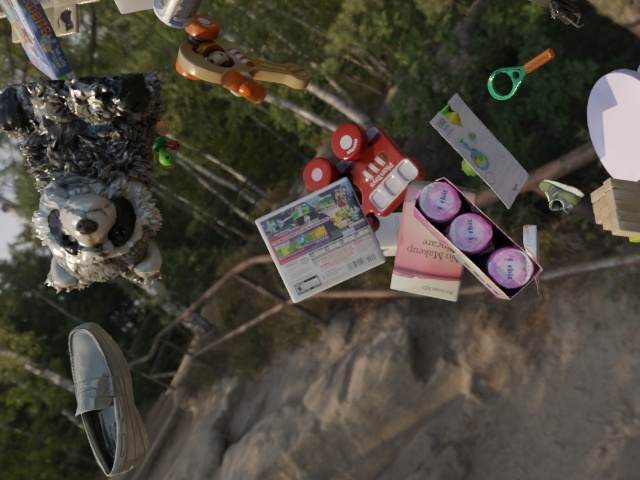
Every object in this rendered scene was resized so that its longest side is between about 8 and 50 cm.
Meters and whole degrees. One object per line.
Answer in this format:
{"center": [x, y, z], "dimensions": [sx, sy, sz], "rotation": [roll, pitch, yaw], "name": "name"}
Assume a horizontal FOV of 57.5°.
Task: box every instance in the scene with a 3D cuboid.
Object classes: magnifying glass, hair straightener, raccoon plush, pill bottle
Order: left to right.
{"center": [-0.310, -0.111, 0.937], "dimensions": [0.446, 0.216, 0.299], "rotation": [-66, -29, -70], "name": "raccoon plush"}
{"center": [-0.247, -0.460, 1.059], "dimensions": [0.137, 0.078, 0.078], "rotation": [-39, 21, 49], "name": "pill bottle"}
{"center": [0.584, -0.490, 1.709], "dimensions": [0.026, 0.092, 0.231], "rotation": [-28, 0, -31], "name": "magnifying glass"}
{"center": [0.617, -0.614, 1.550], "dimensions": [0.047, 0.231, 0.089], "rotation": [-28, 48, 54], "name": "hair straightener"}

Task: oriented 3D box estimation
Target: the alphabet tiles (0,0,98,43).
{"center": [-0.568, -0.585, 1.195], "dimensions": [0.011, 0.285, 0.342], "rotation": [-4, -87, -70], "name": "alphabet tiles"}

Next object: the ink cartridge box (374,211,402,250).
{"center": [0.145, -0.012, 1.900], "dimensions": [0.198, 0.273, 0.114], "rotation": [97, 169, -80], "name": "ink cartridge box"}

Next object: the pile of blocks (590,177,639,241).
{"center": [0.670, -0.071, 1.124], "dimensions": [0.362, 0.148, 0.112], "rotation": [-18, -16, -16], "name": "pile of blocks"}

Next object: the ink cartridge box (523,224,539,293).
{"center": [0.668, 0.062, 1.850], "dimensions": [0.145, 0.045, 0.179], "rotation": [51, -135, -53], "name": "ink cartridge box"}

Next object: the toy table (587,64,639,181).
{"center": [0.709, -0.251, 1.254], "dimensions": [0.161, 0.274, 0.252], "rotation": [-29, 21, -28], "name": "toy table"}

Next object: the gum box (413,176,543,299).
{"center": [0.211, -0.005, 0.822], "dimensions": [0.062, 0.188, 0.107], "rotation": [-45, -10, 4], "name": "gum box"}

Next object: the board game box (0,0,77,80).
{"center": [-0.501, -0.378, 0.999], "dimensions": [0.035, 0.136, 0.201], "rotation": [-37, -38, -23], "name": "board game box"}

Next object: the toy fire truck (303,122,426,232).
{"center": [0.115, -0.161, 1.620], "dimensions": [0.302, 0.254, 0.169], "rotation": [-48, -27, 22], "name": "toy fire truck"}

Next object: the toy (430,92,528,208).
{"center": [0.321, -0.180, 1.214], "dimensions": [0.056, 0.237, 0.137], "rotation": [-32, 12, 51], "name": "toy"}

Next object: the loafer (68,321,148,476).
{"center": [-0.452, 0.326, 1.210], "dimensions": [0.112, 0.319, 0.111], "rotation": [-25, -5, 16], "name": "loafer"}

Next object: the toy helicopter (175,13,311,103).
{"center": [-0.177, -0.428, 1.466], "dimensions": [0.235, 0.355, 0.140], "rotation": [62, 139, 40], "name": "toy helicopter"}

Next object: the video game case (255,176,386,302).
{"center": [0.000, 0.000, 1.148], "dimensions": [0.201, 0.183, 0.023], "rotation": [-25, 2, 6], "name": "video game case"}

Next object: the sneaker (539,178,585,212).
{"center": [0.763, -0.141, 1.896], "dimensions": [0.086, 0.064, 0.192], "rotation": [-59, 23, 5], "name": "sneaker"}

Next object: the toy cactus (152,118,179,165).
{"center": [-0.379, -0.248, 1.241], "dimensions": [0.112, 0.219, 0.180], "rotation": [-59, -5, 17], "name": "toy cactus"}

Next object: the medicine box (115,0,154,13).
{"center": [-0.462, -0.773, 1.463], "dimensions": [0.263, 0.149, 0.289], "rotation": [70, -161, -52], "name": "medicine box"}

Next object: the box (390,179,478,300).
{"center": [0.246, -0.005, 1.265], "dimensions": [0.127, 0.149, 0.232], "rotation": [-40, -42, -72], "name": "box"}
